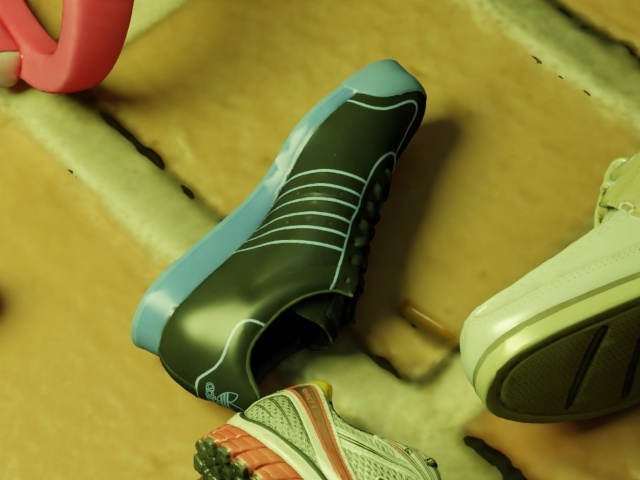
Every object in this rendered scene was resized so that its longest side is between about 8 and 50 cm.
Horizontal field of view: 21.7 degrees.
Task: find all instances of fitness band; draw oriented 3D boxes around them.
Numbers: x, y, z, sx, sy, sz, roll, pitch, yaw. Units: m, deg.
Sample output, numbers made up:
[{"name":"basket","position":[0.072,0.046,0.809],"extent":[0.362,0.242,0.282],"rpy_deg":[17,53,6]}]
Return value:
[{"name":"fitness band","position":[-0.199,-0.219,1.021],"extent":[0.054,0.209,0.291],"rpy_deg":[-14,54,-32]}]

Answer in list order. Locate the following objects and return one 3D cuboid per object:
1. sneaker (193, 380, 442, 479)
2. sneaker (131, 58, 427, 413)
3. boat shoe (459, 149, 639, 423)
[{"name":"sneaker","position":[0.044,0.150,0.837],"extent":[0.225,0.088,0.092],"rpy_deg":[40,56,19]},{"name":"sneaker","position":[0.000,0.000,0.947],"extent":[0.090,0.081,0.232],"rpy_deg":[35,72,20]},{"name":"boat shoe","position":[0.196,0.004,0.916],"extent":[0.302,0.113,0.103],"rpy_deg":[-20,56,-22]}]
